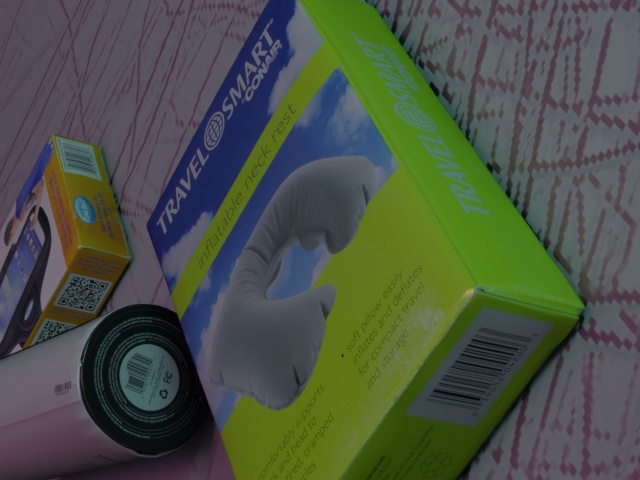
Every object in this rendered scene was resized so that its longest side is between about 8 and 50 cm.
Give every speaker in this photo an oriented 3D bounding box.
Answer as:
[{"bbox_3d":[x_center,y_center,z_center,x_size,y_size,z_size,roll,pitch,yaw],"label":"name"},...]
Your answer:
[{"bbox_3d":[-0.097,0.064,0.549,0.136,0.055,0.055,-22,59,53],"label":"speaker"}]

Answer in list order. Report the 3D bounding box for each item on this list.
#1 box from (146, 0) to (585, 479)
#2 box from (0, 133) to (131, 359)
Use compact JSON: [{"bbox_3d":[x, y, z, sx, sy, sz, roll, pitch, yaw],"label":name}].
[{"bbox_3d":[0.000,0.000,0.435,0.109,0.042,0.178,-58,36,25],"label":"box"},{"bbox_3d":[-0.133,0.029,0.647,0.136,0.028,0.081,-55,37,26],"label":"box"}]
